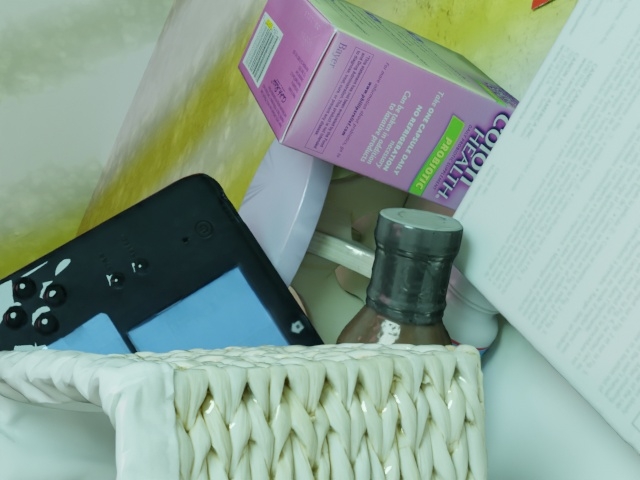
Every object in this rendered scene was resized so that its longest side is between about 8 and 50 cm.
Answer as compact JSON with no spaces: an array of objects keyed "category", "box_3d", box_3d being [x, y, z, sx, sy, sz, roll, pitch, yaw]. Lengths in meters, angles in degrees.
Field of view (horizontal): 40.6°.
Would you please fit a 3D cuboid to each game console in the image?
[{"category":"game console","box_3d":[-0.151,0.168,0.838,0.342,0.386,0.060,-32,-5,-13]}]

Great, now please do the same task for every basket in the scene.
[{"category":"basket","box_3d":[-0.073,0.234,0.591,0.328,0.267,0.331,-10,81,56]}]

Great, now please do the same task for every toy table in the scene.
[{"category":"toy table","box_3d":[0.000,0.000,1.011,0.274,0.161,0.252,-63,26,17]}]

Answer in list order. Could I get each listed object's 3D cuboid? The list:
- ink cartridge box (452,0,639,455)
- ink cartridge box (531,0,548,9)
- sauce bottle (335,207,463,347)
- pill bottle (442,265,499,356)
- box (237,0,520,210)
[{"category":"ink cartridge box","box_3d":[0.276,-0.015,0.585,0.308,0.091,0.385,-62,40,20]},{"category":"ink cartridge box","box_3d":[0.254,-0.338,0.857,0.145,0.045,0.179,-14,58,62]},{"category":"sauce bottle","box_3d":[0.053,0.144,0.740,0.111,0.112,0.344,-144,59,-64]},{"category":"pill bottle","box_3d":[0.110,0.090,0.812,0.160,0.087,0.087,-58,29,27]},{"category":"box","box_3d":[0.063,-0.148,0.881,0.117,0.243,0.213,-62,27,21]}]
